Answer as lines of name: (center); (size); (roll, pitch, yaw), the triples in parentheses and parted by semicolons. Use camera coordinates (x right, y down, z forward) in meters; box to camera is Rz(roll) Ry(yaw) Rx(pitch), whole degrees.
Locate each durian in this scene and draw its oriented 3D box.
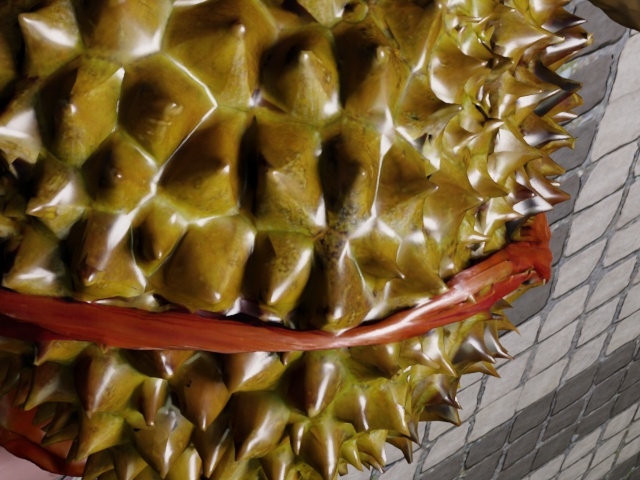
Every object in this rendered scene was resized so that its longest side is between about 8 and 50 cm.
durian: (-0.037, -0.062, 0.543); (0.348, 0.384, 0.347); (3, 164, 1)

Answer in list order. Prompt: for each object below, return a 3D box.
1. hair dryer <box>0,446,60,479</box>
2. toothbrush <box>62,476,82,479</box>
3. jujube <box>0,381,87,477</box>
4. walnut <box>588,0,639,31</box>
hair dryer: (-0.311, 0.187, 0.793); (0.352, 0.125, 0.210); (-26, 145, -43)
toothbrush: (-0.227, 0.217, 0.991); (0.204, 0.017, 0.022); (-48, 138, 10)
jujube: (-0.111, 0.062, 0.782); (0.251, 0.174, 0.174); (-13, 139, -29)
walnut: (0.252, -0.281, 0.660); (0.306, 0.306, 0.344); (-38, 155, -6)
